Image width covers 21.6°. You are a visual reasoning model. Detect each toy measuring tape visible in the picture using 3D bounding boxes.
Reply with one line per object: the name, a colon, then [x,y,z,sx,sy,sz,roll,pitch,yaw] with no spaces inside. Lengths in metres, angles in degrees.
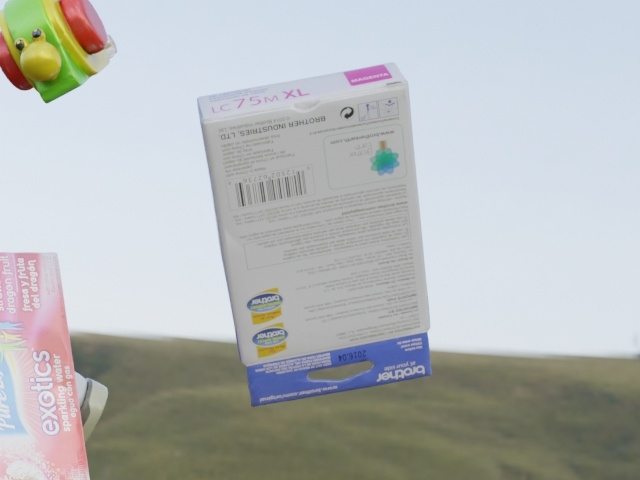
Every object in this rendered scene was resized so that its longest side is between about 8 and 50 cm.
toy measuring tape: [-0.284,-0.227,1.826,0.121,0.121,0.330,5,14,1]

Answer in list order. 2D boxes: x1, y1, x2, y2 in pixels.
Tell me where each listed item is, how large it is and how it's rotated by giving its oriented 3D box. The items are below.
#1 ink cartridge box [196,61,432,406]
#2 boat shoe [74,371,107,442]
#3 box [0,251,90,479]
ink cartridge box: [0.000,0.000,1.545,0.186,0.311,0.065,-11,28,-5]
boat shoe: [-0.361,0.272,1.895,0.103,0.302,0.113,31,-1,-17]
box: [-0.317,0.174,1.605,0.142,0.300,0.154,1,-26,-26]
